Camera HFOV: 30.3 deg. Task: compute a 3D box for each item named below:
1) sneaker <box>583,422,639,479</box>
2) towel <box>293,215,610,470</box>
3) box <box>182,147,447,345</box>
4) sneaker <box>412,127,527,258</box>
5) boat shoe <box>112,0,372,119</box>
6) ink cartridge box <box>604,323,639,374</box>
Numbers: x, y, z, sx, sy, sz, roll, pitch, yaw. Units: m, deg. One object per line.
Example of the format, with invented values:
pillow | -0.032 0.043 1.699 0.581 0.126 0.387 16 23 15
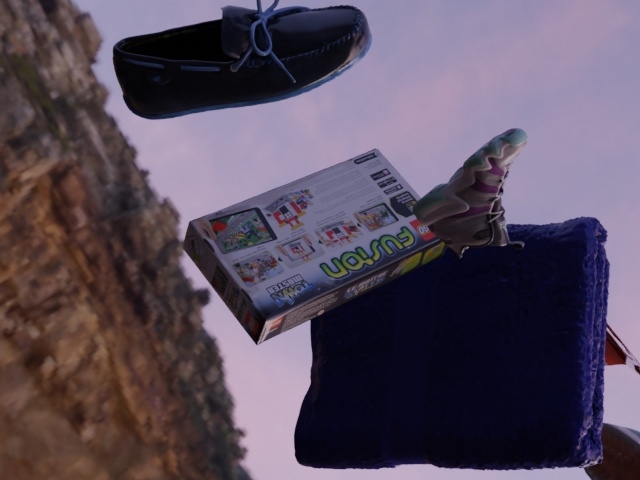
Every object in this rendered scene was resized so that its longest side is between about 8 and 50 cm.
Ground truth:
sneaker | 0.462 0.322 1.462 0.302 0.121 0.108 43 -63 50
towel | 0.121 0.102 1.095 0.308 0.228 0.076 -8 -23 37
box | 0.000 0.000 1.007 0.114 0.207 0.036 51 -35 24
sneaker | 0.115 -0.024 0.780 0.069 0.038 0.098 50 -53 1
boat shoe | -0.080 -0.183 1.154 0.258 0.109 0.089 -17 -47 6
ink cartridge box | 0.249 0.077 1.268 0.189 0.066 0.232 46 7 -32
